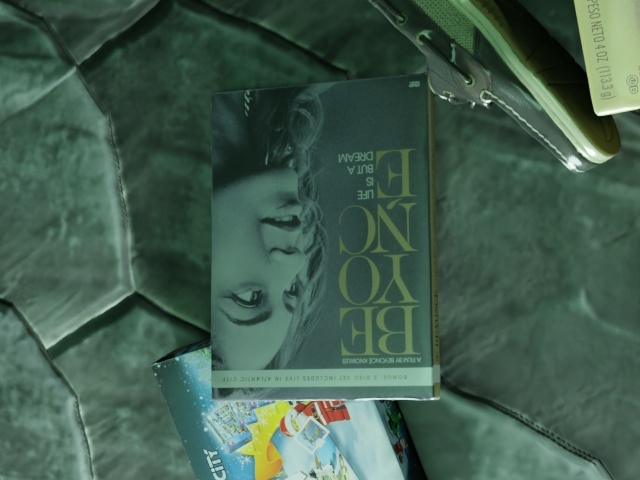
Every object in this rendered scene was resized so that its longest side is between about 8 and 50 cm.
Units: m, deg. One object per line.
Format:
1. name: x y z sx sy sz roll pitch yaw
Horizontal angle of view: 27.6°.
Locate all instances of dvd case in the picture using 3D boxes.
1. dvd case: 0.000 0.000 0.904 0.164 0.018 0.221 -3 84 21

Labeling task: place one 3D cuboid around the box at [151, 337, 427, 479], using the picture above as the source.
1. box: -0.009 0.170 0.963 0.159 0.044 0.233 -19 94 23

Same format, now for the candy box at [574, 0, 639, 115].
1. candy box: 0.227 -0.246 0.759 0.182 0.087 0.317 -9 98 21

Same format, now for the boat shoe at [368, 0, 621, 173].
1. boat shoe: 0.099 -0.123 0.844 0.223 0.080 0.073 50 119 10
